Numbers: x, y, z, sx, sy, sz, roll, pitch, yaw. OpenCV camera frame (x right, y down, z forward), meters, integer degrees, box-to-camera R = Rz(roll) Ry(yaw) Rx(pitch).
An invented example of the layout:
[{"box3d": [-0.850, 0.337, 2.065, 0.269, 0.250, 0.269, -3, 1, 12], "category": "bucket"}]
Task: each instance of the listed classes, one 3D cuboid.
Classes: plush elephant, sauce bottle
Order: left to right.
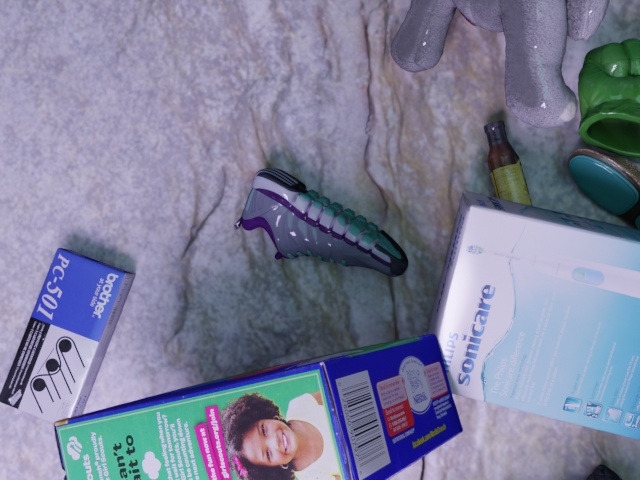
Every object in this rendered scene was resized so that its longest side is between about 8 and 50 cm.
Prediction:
[{"box3d": [0.236, -0.088, 0.903, 0.042, 0.042, 0.128, -13, 85, 2], "category": "sauce bottle"}, {"box3d": [0.263, -0.332, 0.843, 0.255, 0.272, 0.330, -17, 120, -33], "category": "plush elephant"}]

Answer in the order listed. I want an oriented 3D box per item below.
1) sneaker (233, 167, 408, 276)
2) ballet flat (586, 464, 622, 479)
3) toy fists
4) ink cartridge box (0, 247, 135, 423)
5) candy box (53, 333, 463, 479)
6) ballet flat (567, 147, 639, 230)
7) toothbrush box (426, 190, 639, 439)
[{"box3d": [0.000, 0.000, 0.903, 0.224, 0.083, 0.098, 32, 108, 10], "category": "sneaker"}, {"box3d": [0.293, 0.338, 0.862, 0.173, 0.049, 0.057, -34, 126, 1], "category": "ballet flat"}, {"box3d": [0.452, -0.168, 0.862, 0.279, 0.096, 0.142, 15, 63, 6], "category": "toy fists"}, {"box3d": [-0.324, 0.123, 0.913, 0.097, 0.046, 0.207, 19, 86, 4], "category": "ink cartridge box"}, {"box3d": [-0.054, 0.193, 0.729, 0.317, 0.268, 0.122, -20, 79, 26], "category": "candy box"}, {"box3d": [0.401, -0.053, 0.886, 0.206, 0.073, 0.067, 43, 62, 4], "category": "ballet flat"}, {"box3d": [0.283, 0.084, 0.815, 0.295, 0.126, 0.216, 12, 102, 4], "category": "toothbrush box"}]
